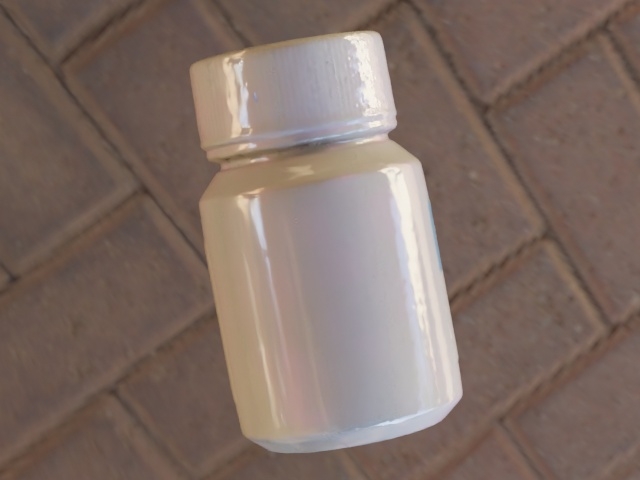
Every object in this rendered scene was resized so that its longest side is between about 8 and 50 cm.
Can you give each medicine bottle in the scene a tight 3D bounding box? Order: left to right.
[{"bbox_3d":[0.000,0.000,0.424,0.052,0.052,0.089,-11,93,-15],"label":"medicine bottle"}]
